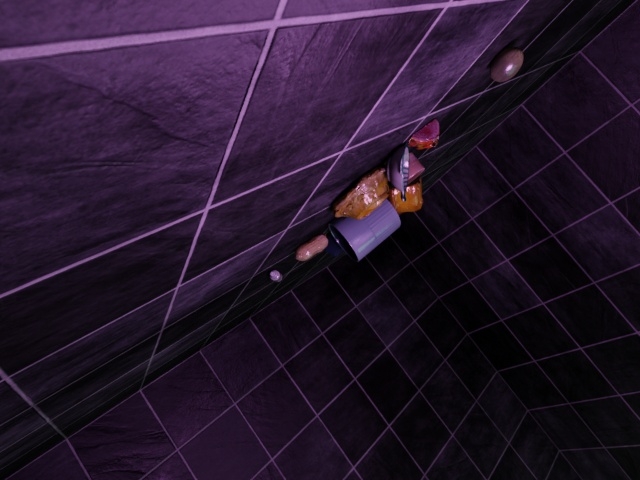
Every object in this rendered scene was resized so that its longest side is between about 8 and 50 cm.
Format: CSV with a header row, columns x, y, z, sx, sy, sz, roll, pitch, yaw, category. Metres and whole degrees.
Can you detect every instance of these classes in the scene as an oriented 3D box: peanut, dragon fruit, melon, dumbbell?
x,y,z,sx,sy,sz,roll,pitch,yaw,category
-0.052,0.040,2.180,0.214,0.090,0.098,-31,-161,-29,peanut
0.451,-0.426,1.708,0.147,0.096,0.102,-36,175,6,dragon fruit
0.682,-0.644,1.482,0.098,0.098,0.131,-31,170,-37,melon
0.152,-0.016,2.517,0.160,0.144,0.324,-41,172,35,dumbbell

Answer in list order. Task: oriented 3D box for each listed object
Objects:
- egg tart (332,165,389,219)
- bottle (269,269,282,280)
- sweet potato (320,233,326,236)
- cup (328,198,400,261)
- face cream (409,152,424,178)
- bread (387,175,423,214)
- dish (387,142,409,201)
x,y,z,sx,sy,sz,roll,pitch,yaw,category
0.200,-0.195,1.830,0.341,0.129,0.341,-35,170,-7,egg tart
-0.255,0.198,2.288,0.060,0.060,0.217,-36,172,-6,bottle
-0.006,0.001,2.324,0.041,0.038,0.153,-5,157,-29,sweet potato
0.245,-0.065,2.200,0.311,0.257,0.331,-38,156,-8,cup
0.422,-0.345,1.988,0.149,0.104,0.149,-36,172,-6,face cream
0.469,-0.241,2.213,0.194,0.179,0.340,-8,-166,18,bread
0.330,-0.291,1.730,0.078,0.246,0.224,3,-175,18,dish
